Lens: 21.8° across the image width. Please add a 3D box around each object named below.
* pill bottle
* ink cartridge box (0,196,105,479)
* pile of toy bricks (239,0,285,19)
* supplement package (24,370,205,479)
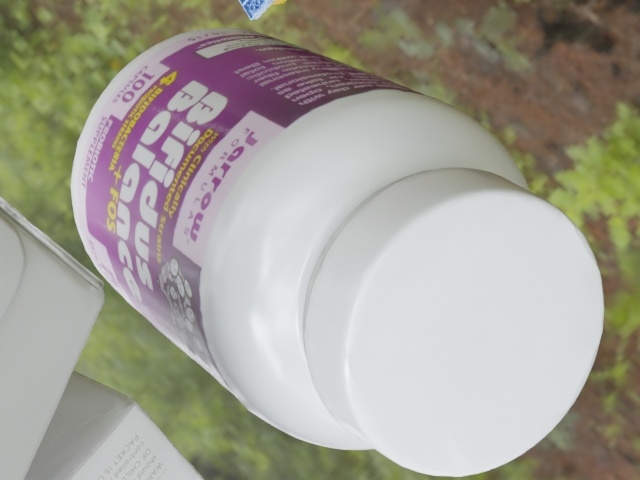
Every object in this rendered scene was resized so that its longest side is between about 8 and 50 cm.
[{"bbox_3d":[0.000,0.000,0.804,0.169,0.169,0.301,55,168,-28],"label":"pill bottle"},{"bbox_3d":[-0.260,0.051,0.588,0.270,0.198,0.197,-4,144,39],"label":"ink cartridge box"},{"bbox_3d":[0.008,-0.272,1.416,0.212,0.105,0.118,-43,72,40],"label":"pile of toy bricks"},{"bbox_3d":[-0.108,0.207,0.777,0.177,0.175,0.293,15,148,51],"label":"supplement package"}]
